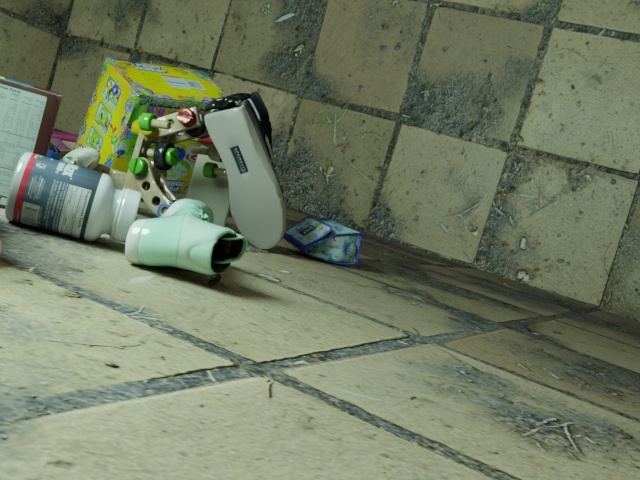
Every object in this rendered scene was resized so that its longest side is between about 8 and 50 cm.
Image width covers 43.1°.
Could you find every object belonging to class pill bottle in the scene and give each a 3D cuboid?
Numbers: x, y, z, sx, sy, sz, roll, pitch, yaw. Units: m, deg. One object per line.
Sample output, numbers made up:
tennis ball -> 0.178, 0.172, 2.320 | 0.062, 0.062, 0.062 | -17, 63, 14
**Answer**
pill bottle -> -0.366, -0.058, 1.213 | 0.180, 0.108, 0.108 | 16, 5, -13

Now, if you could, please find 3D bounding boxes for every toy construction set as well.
toy construction set -> -0.353, -0.180, 1.744 | 0.237, 0.258, 0.309 | 10, 22, 19

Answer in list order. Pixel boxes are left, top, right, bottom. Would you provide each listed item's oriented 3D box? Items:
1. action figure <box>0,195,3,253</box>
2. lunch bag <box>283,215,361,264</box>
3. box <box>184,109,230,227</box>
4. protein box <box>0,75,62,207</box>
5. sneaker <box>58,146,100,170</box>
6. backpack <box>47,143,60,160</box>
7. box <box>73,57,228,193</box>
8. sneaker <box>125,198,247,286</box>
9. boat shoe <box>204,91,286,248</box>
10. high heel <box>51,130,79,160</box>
action figure -> -0.455, -0.133, 0.954 | 0.248, 0.276, 0.370 | 21, -11, -18
lunch bag -> 0.000, 0.000, 1.917 | 0.151, 0.096, 0.129 | -3, 17, -30
box -> -0.244, -0.174, 1.924 | 0.113, 0.275, 0.094 | 17, 4, -12
protein box -> -0.534, -0.171, 1.362 | 0.135, 0.201, 0.200 | 15, 5, -24
sneaker -> -0.510, -0.134, 1.608 | 0.161, 0.057, 0.075 | -22, 29, -16
backpack -> -0.634, -0.183, 1.764 | 0.120, 0.101, 0.098 | 21, 7, 7
box -> -0.411, -0.273, 2.005 | 0.289, 0.279, 0.177 | -2, 40, -46
sneaker -> -0.174, 0.003, 1.227 | 0.151, 0.094, 0.256 | 11, 14, 10
boat shoe -> -0.136, -0.163, 1.759 | 0.127, 0.341, 0.158 | -7, 21, 21
high heel -> -0.659, -0.258, 2.315 | 0.181, 0.127, 0.377 | 33, 18, 37
